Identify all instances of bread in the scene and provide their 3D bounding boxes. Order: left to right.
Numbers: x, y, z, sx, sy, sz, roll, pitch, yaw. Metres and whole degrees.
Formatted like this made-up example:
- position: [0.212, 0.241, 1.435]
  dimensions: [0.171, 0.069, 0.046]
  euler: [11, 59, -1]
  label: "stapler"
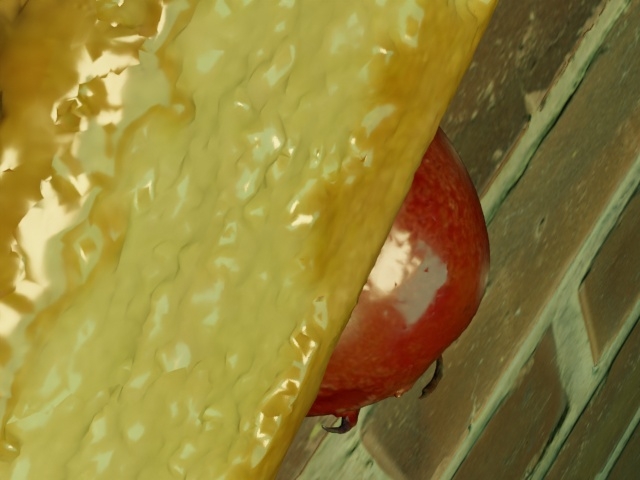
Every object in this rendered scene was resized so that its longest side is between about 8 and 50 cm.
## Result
- position: [-0.058, -0.047, 0.457]
  dimensions: [0.236, 0.165, 0.375]
  euler: [17, 97, -60]
  label: "bread"

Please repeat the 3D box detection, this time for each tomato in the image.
- position: [0.000, 0.000, 0.629]
  dimensions: [0.167, 0.167, 0.167]
  euler: [-41, 145, -37]
  label: "tomato"
